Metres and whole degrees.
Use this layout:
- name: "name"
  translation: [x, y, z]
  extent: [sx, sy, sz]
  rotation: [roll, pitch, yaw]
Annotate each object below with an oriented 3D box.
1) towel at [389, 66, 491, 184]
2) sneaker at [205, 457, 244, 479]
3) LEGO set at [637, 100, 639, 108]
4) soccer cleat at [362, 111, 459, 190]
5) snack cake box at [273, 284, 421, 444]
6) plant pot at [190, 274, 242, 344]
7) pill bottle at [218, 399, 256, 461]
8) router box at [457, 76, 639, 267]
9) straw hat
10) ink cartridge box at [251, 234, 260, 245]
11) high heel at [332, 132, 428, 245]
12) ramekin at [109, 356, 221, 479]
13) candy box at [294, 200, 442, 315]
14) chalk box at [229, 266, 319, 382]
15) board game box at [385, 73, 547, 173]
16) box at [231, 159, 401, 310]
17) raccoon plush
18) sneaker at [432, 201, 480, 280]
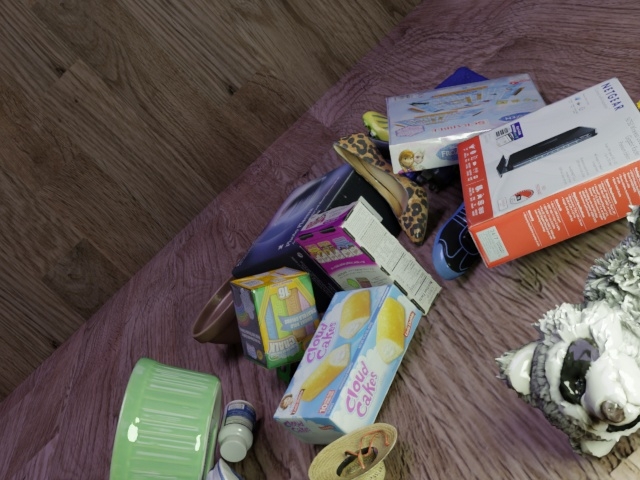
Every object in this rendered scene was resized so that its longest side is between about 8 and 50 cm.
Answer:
- name: "towel"
  translation: [0.289, -0.271, 2.130]
  extent: [0.308, 0.076, 0.228]
  rotation: [-43, 33, 3]
- name: "sneaker"
  translation: [-0.166, 0.475, 1.358]
  extent: [0.182, 0.127, 0.315]
  rotation: [-42, 19, 0]
- name: "LEGO set"
  translation: [0.561, -0.219, 1.391]
  extent: [0.093, 0.087, 0.227]
  rotation: [-44, 16, -1]
- name: "soccer cleat"
  translation: [0.208, -0.221, 2.010]
  extent: [0.121, 0.093, 0.289]
  rotation: [-44, 52, -5]
- name: "snack cake box"
  translation: [0.047, 0.209, 1.497]
  extent: [0.152, 0.089, 0.264]
  rotation: [-11, 42, 48]
- name: "plant pot"
  translation: [-0.194, 0.169, 2.130]
  extent: [0.237, 0.109, 0.237]
  rotation: [-44, 14, 14]
- name: "pill bottle"
  translation: [-0.159, 0.364, 1.695]
  extent: [0.067, 0.067, 0.120]
  rotation: [-38, 19, 18]
- name: "router box"
  translation: [0.383, -0.120, 1.450]
  extent: [0.301, 0.082, 0.335]
  rotation: [-23, 24, 16]
- name: "straw hat"
  translation: [0.060, 0.333, 1.291]
  extent: [0.144, 0.061, 0.144]
  rotation: [-25, 15, 7]
- name: "ink cartridge box"
  translation: [-0.170, 0.055, 2.448]
  extent: [0.232, 0.066, 0.189]
  rotation: [-43, 17, -9]
- name: "high heel"
  translation: [0.121, -0.106, 1.845]
  extent: [0.093, 0.186, 0.261]
  rotation: [127, 142, -49]
- name: "ramekin"
  translation: [-0.267, 0.367, 1.580]
  extent: [0.303, 0.148, 0.304]
  rotation: [-173, 90, -89]
- name: "candy box"
  translation: [0.086, 0.042, 1.608]
  extent: [0.159, 0.233, 0.071]
  rotation: [-14, 34, 56]
- name: "chalk box"
  translation: [-0.082, 0.175, 1.785]
  extent: [0.132, 0.213, 0.132]
  rotation: [-16, 12, -24]
- name: "board game box"
  translation: [0.297, -0.246, 1.830]
  extent: [0.318, 0.066, 0.318]
  rotation: [-9, 25, 8]
- name: "box"
  translation: [0.000, 0.000, 1.987]
  extent: [0.294, 0.183, 0.296]
  rotation: [-22, 27, 53]
- name: "raccoon plush"
  translation: [0.404, 0.077, 1.047]
  extent: [0.446, 0.216, 0.299]
  rotation: [-19, -25, -53]
- name: "sneaker"
  translation: [0.280, -0.028, 1.591]
  extent: [0.090, 0.081, 0.232]
  rotation: [-30, 21, 52]
